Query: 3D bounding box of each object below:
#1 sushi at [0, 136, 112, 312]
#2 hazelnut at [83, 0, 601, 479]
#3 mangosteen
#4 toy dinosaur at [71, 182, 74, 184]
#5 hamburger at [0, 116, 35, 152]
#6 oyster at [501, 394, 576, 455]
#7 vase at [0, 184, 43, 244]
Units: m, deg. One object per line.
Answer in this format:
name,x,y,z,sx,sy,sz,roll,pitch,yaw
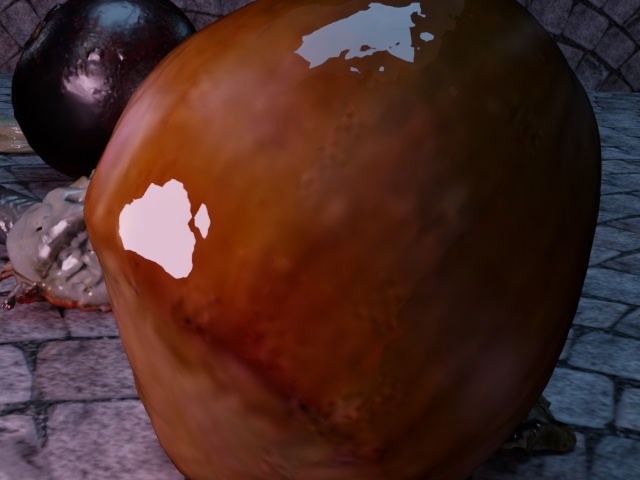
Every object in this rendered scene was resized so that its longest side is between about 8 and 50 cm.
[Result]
sushi,-0.181,-0.045,1.015,0.130,0.332,0.124,42,4,-26
hazelnut,0.024,0.001,0.680,0.315,0.372,0.372,46,27,9
mangosteen,-0.307,-0.228,1.572,0.330,0.329,0.330,3,15,-1
toy dinosaur,-0.238,-0.064,1.446,0.220,0.032,0.108,4,14,-5
hamburger,-0.521,-0.191,1.827,0.140,0.062,0.133,-10,18,-34
oyster,0.129,0.118,0.795,0.103,0.051,0.148,-4,14,-31
vase,-0.356,-0.027,1.173,0.238,0.115,0.115,13,18,28
